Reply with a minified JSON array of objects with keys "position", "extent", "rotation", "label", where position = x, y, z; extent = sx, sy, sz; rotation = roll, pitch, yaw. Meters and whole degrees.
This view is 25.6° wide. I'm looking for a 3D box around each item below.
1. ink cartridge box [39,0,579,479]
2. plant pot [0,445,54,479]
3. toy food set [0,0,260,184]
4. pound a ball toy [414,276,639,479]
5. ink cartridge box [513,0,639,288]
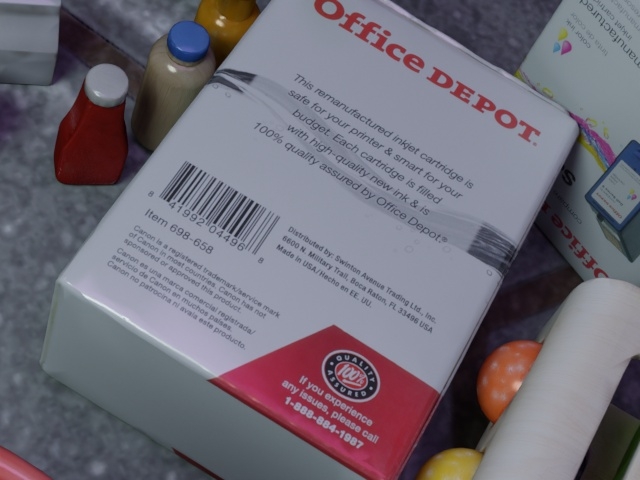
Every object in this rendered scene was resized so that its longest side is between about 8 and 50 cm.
[{"position":[0.000,0.000,0.804],"extent":[0.197,0.114,0.273],"rotation":[32,57,2],"label":"ink cartridge box"},{"position":[-0.202,0.217,0.523],"extent":[0.275,0.243,0.275],"rotation":[8,69,-22],"label":"plant pot"},{"position":[-0.146,-0.105,0.821],"extent":[0.232,0.104,0.111],"rotation":[2,62,-17],"label":"toy food set"},{"position":[0.129,0.121,0.723],"extent":[0.135,0.208,0.319],"rotation":[30,58,5],"label":"pound a ball toy"},{"position":[0.200,-0.073,0.853],"extent":[0.093,0.212,0.154],"rotation":[-31,75,-26],"label":"ink cartridge box"}]
